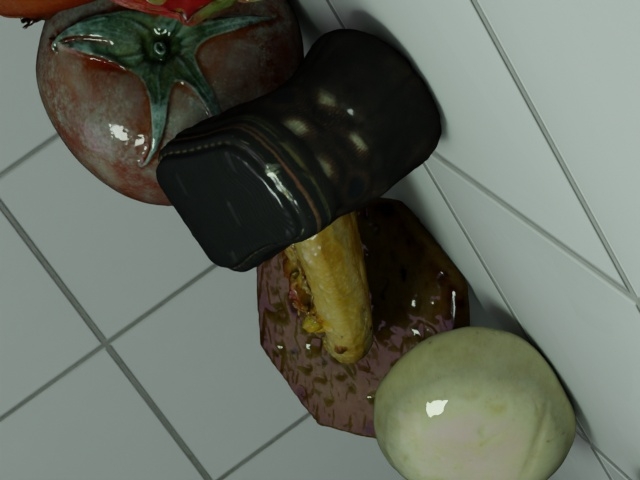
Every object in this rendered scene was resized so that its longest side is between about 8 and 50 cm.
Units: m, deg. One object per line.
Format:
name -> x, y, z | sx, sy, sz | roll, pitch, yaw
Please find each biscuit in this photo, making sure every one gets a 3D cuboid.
biscuit -> 0.053, 0.099, 2.261 | 0.359, 0.046, 0.359 | 14, 113, 36

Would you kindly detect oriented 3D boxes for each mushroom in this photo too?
mushroom -> 0.189, 0.198, 2.068 | 0.246, 0.246, 0.202 | 58, -148, -36

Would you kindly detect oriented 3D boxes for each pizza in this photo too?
pizza -> 0.000, 0.000, 2.077 | 0.409, 0.114, 0.277 | 78, 178, -61

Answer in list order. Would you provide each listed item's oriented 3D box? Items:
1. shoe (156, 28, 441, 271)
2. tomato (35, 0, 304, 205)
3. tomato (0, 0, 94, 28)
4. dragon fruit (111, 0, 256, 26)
shoe -> -0.023, -0.096, 1.761 | 0.171, 0.237, 0.384 | 54, 161, -5
tomato -> -0.173, -0.201, 1.997 | 0.316, 0.317, 0.282 | 54, 174, 7
tomato -> -0.310, -0.414, 1.840 | 0.341, 0.341, 0.272 | 48, 162, 47
dragon fruit -> -0.161, -0.332, 1.610 | 0.303, 0.237, 0.231 | 36, -165, -4
